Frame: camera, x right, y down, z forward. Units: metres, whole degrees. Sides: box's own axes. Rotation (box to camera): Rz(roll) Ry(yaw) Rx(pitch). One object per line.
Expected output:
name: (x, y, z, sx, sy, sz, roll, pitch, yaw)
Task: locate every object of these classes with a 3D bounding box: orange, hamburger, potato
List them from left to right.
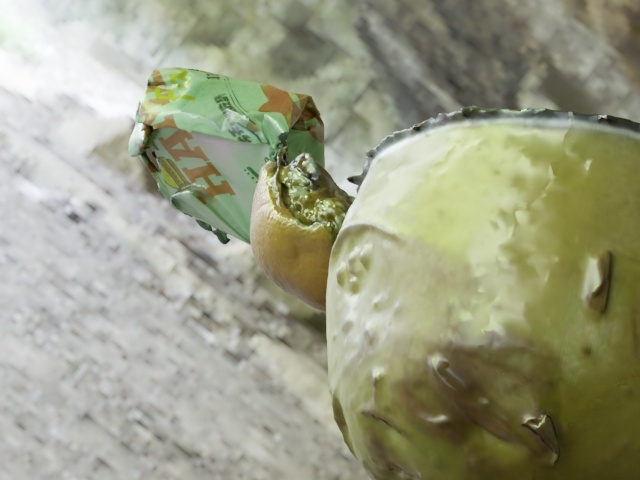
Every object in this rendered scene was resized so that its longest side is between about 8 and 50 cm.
hamburger: (-0.096, -0.082, 1.786, 0.214, 0.125, 0.235, 18, -30, 26)
orange: (0.000, 0.000, 1.451, 0.160, 0.112, 0.170, 43, 16, -1)
potato: (0.114, 0.071, 0.893, 0.246, 0.196, 0.299, 10, -15, 16)
